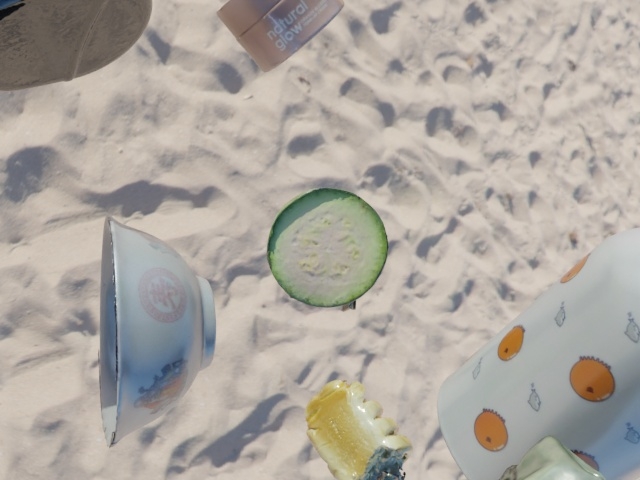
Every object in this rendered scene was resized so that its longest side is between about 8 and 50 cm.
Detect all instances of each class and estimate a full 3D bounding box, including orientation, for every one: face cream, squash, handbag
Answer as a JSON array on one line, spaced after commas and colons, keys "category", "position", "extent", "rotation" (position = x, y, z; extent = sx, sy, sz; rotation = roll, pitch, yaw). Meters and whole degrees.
[{"category": "face cream", "position": [-0.055, -0.318, 0.847], "extent": [0.104, 0.149, 0.149], "rotation": [48, 56, -20]}, {"category": "squash", "position": [0.000, 0.000, 0.885], "extent": [0.170, 0.123, 0.170], "rotation": [-4, 106, -13]}, {"category": "handbag", "position": [-0.377, -0.304, 0.849], "extent": [0.308, 0.254, 0.093], "rotation": [-27, 81, -40]}]

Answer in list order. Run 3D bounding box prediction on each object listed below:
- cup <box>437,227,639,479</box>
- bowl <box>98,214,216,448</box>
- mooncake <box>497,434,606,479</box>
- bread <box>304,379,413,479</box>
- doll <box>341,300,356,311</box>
[{"category": "cup", "position": [0.309, 0.147, 0.677], "extent": [0.212, 0.317, 0.212], "rotation": [24, 35, -18]}, {"category": "bowl", "position": [-0.254, 0.131, 0.955], "extent": [0.157, 0.345, 0.346], "rotation": [0, 80, -24]}, {"category": "mooncake", "position": [0.115, 0.294, 0.459], "extent": [0.250, 0.136, 0.254], "rotation": [-25, 123, -25]}, {"category": "bread", "position": [0.055, 0.285, 0.893], "extent": [0.177, 0.119, 0.084], "rotation": [52, 11, 28]}, {"category": "doll", "position": [0.032, 0.018, 1.125], "extent": [0.105, 0.115, 0.221], "rotation": [-26, 98, -50]}]
